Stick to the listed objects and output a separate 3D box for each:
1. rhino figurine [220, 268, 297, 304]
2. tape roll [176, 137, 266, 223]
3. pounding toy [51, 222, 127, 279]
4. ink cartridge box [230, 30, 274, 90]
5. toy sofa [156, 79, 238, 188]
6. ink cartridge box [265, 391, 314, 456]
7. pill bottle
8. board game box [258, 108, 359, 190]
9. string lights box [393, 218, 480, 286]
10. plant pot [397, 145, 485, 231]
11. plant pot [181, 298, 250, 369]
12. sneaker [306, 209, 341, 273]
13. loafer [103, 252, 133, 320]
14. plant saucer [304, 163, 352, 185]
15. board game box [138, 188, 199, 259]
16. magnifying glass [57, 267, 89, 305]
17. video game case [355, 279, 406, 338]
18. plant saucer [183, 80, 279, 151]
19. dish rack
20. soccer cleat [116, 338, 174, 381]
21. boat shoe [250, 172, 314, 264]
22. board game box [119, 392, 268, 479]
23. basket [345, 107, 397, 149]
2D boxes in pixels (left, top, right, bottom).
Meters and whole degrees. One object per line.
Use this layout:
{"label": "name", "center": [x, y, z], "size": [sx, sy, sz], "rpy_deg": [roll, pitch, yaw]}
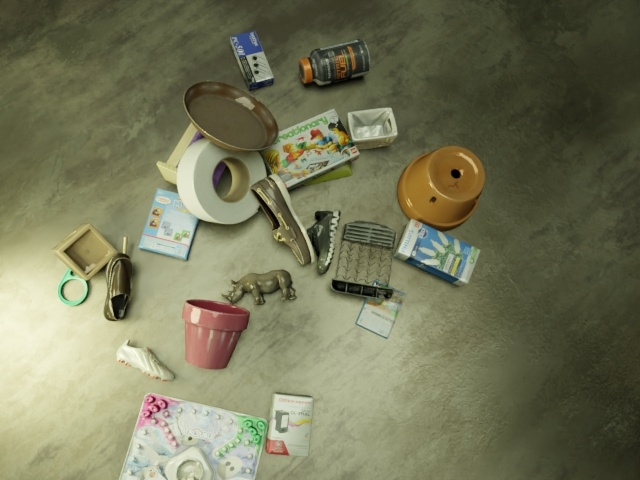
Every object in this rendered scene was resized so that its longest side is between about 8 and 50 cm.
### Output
{"label": "rhino figurine", "center": [-0.204, 0.156, 1.672], "size": [0.244, 0.073, 0.106], "rpy_deg": [-8, 80, -7]}
{"label": "tape roll", "center": [-0.312, -0.194, 1.649], "size": [0.286, 0.100, 0.285], "rpy_deg": [-8, 101, -45]}
{"label": "pounding toy", "center": [-0.700, 0.044, 1.629], "size": [0.181, 0.094, 0.206], "rpy_deg": [-50, 121, -27]}
{"label": "ink cartridge box", "center": [-0.252, -0.661, 1.883], "size": [0.097, 0.046, 0.206], "rpy_deg": [-19, 79, -12]}
{"label": "toy sofa", "center": [-0.379, -0.337, 1.734], "size": [0.177, 0.150, 0.362], "rpy_deg": [26, 74, 1]}
{"label": "ink cartridge box", "center": [-0.094, 0.564, 1.578], "size": [0.128, 0.072, 0.174], "rpy_deg": [8, 75, -9]}
{"label": "pill bottle", "center": [0.046, -0.644, 1.871], "size": [0.246, 0.130, 0.130], "rpy_deg": [-17, 79, -10]}
{"label": "board game box", "center": [-0.043, -0.310, 1.768], "size": [0.306, 0.053, 0.192], "rpy_deg": [-27, 80, -12]}
{"label": "string lights box", "center": [0.399, 0.043, 1.768], "size": [0.260, 0.077, 0.133], "rpy_deg": [24, 76, 0]}
{"label": "plant pot", "center": [0.433, -0.196, 1.767], "size": [0.291, 0.203, 0.290], "rpy_deg": [2, 75, -7]}
{"label": "plant pot", "center": [-0.332, 0.289, 1.573], "size": [0.202, 0.201, 0.180], "rpy_deg": [11, 91, -4]}
{"label": "sneaker", "center": [0.000, 0.000, 1.735], "size": [0.106, 0.078, 0.234], "rpy_deg": [11, 71, -1]}
{"label": "loafer", "center": [-0.618, 0.149, 1.593], "size": [0.080, 0.078, 0.219], "rpy_deg": [1, 97, -41]}
{"label": "plant saucer", "center": [0.005, -0.306, 1.825], "size": [0.189, 0.045, 0.188], "rpy_deg": [-14, 78, -10]}
{"label": "board game box", "center": [-0.494, -0.054, 1.707], "size": [0.160, 0.039, 0.211], "rpy_deg": [14, 75, -3]}
{"label": "magnifying glass", "center": [-0.788, 0.095, 1.643], "size": [0.092, 0.026, 0.230], "rpy_deg": [0, 75, -7]}
{"label": "video game case", "center": [0.205, 0.231, 1.730], "size": [0.119, 0.015, 0.166], "rpy_deg": [26, 75, 1]}
{"label": "plant saucer", "center": [-0.281, -0.379, 1.602], "size": [0.311, 0.050, 0.310], "rpy_deg": [21, 42, -20]}
{"label": "dish rack", "center": [0.154, 0.061, 1.726], "size": [0.209, 0.074, 0.271], "rpy_deg": [10, 75, 2]}
{"label": "soccer cleat", "center": [-0.535, 0.372, 1.583], "size": [0.196, 0.068, 0.076], "rpy_deg": [25, 72, 3]}
{"label": "boat shoe", "center": [-0.121, -0.055, 1.683], "size": [0.097, 0.117, 0.324], "rpy_deg": [-29, 102, -19]}
{"label": "board game box", "center": [-0.391, 0.692, 1.527], "size": [0.391, 0.050, 0.389], "rpy_deg": [14, 75, -3]}
{"label": "basket", "center": [0.177, -0.396, 1.838], "size": [0.168, 0.103, 0.113], "rpy_deg": [-8, 77, -9]}
